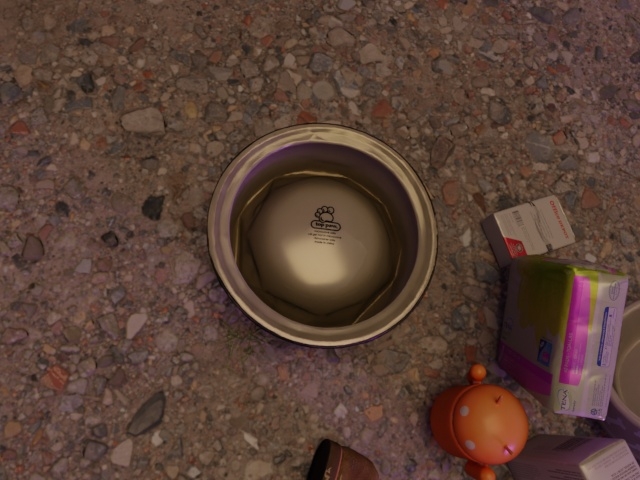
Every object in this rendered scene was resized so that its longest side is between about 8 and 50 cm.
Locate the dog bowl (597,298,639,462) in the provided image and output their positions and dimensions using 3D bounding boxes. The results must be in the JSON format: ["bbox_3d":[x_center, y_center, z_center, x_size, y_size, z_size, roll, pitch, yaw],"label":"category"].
[{"bbox_3d":[0.655,0.237,0.972,0.348,0.102,0.349,-17,44,17],"label":"dog bowl"}]

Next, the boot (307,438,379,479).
[{"bbox_3d":[0.013,0.496,0.905,0.115,0.112,0.306,26,69,-12],"label":"boot"}]

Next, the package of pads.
[{"bbox_3d":[0.393,0.140,0.941,0.101,0.296,0.229,8,90,2],"label":"package of pads"}]

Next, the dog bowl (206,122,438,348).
[{"bbox_3d":[0.000,0.000,1.022,0.407,0.150,0.409,2,73,-8],"label":"dog bowl"}]

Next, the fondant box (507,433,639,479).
[{"bbox_3d":[0.465,0.493,0.903,0.096,0.238,0.331,-20,78,-16],"label":"fondant box"}]

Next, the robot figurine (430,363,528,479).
[{"bbox_3d":[0.263,0.305,0.935,0.128,0.219,0.158,39,72,3],"label":"robot figurine"}]

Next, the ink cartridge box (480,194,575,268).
[{"bbox_3d":[0.425,-0.018,1.140,0.150,0.063,0.109,-16,78,-14],"label":"ink cartridge box"}]
